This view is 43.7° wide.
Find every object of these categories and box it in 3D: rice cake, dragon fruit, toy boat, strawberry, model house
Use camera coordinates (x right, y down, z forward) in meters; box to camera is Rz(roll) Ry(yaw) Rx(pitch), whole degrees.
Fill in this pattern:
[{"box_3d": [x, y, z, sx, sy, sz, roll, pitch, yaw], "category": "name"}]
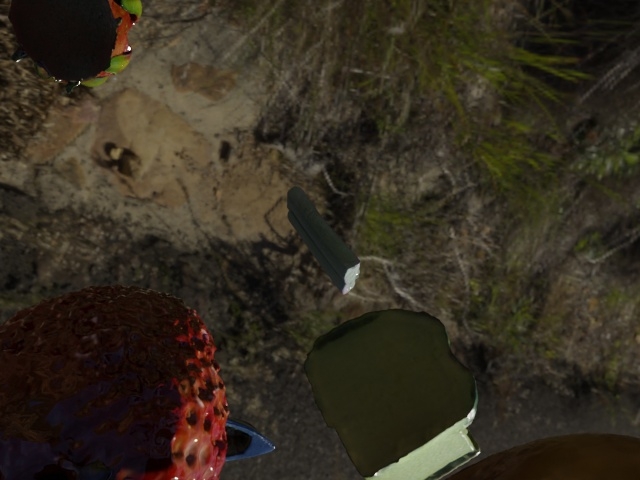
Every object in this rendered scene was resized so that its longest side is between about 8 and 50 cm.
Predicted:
[{"box_3d": [0.001, 0.000, 1.399, 0.042, 0.222, 0.080, -20, 139, -23], "category": "rice cake"}, {"box_3d": [-0.243, -0.218, 0.780, 0.142, 0.175, 0.138, -16, 106, 2], "category": "dragon fruit"}, {"box_3d": [-0.160, 0.237, 0.985, 0.229, 0.046, 0.080, 13, 107, -34], "category": "toy boat"}, {"box_3d": [-0.197, 0.154, 0.708, 0.238, 0.250, 0.288, 27, 45, -11], "category": "strawberry"}, {"box_3d": [0.113, 0.217, 1.080, 0.195, 0.214, 0.189, -34, 141, -1], "category": "model house"}]

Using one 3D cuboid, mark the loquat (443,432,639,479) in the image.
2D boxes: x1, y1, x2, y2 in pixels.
[{"box_3d": [0.181, 0.291, 0.530, 0.328, 0.328, 0.328, -20, 119, -43], "category": "loquat"}]
